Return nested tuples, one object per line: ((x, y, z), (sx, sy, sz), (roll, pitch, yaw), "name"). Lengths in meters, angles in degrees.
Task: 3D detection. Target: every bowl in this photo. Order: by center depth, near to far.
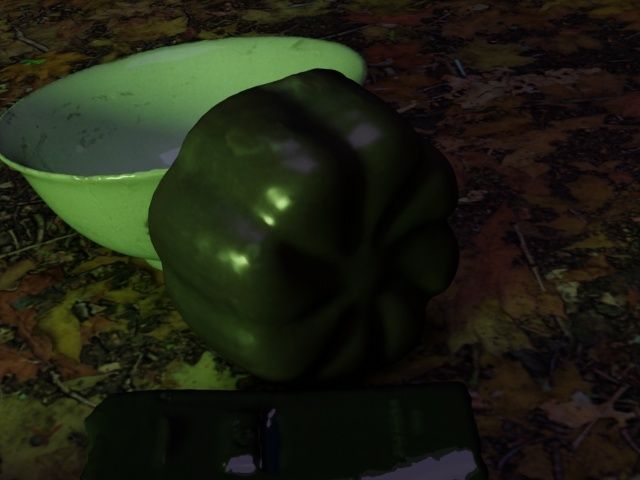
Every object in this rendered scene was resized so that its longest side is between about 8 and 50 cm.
((-0.146, -0.086, 1.038), (0.434, 0.196, 0.435), (-7, 28, 4), "bowl")

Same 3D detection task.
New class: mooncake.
((0.000, 0.000, 0.818), (0.306, 0.306, 0.154), (-27, 43, -30), "mooncake")

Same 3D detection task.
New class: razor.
((-0.029, 0.193, 0.699), (0.326, 0.107, 0.189), (-3, 33, 0), "razor")
